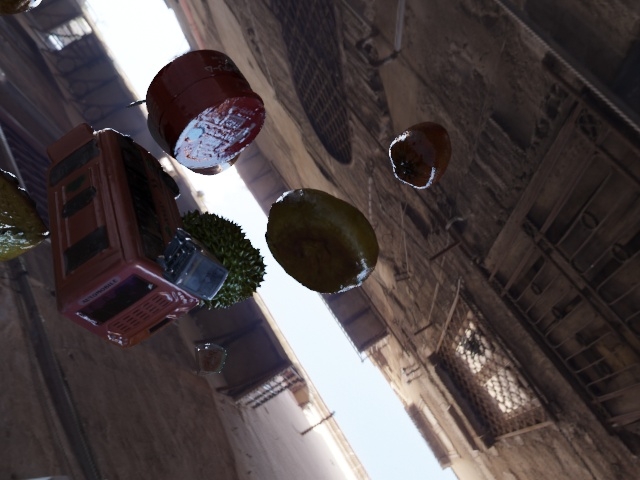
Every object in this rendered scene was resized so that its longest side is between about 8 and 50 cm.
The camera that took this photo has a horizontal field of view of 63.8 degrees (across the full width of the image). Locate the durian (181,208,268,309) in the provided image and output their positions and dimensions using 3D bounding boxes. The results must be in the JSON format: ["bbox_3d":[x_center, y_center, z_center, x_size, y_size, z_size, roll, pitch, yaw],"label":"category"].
[{"bbox_3d":[-0.245,0.038,1.134,0.236,0.176,0.200,35,-99,26],"label":"durian"}]

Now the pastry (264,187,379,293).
[{"bbox_3d":[0.000,0.000,1.459,0.355,0.356,0.164,22,-135,17],"label":"pastry"}]

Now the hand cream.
[{"bbox_3d":[-0.244,-0.276,1.093,0.230,0.230,0.149,-34,-107,-7],"label":"hand cream"}]

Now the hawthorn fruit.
[{"bbox_3d":[0.273,-0.235,1.315,0.162,0.163,0.203,31,-123,19],"label":"hawthorn fruit"}]

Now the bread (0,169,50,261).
[{"bbox_3d":[-0.447,-0.056,0.668,0.169,0.140,0.160,-10,-103,18],"label":"bread"}]

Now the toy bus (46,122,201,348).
[{"bbox_3d":[-0.398,-0.025,1.005,0.203,0.233,0.427,-33,-127,6],"label":"toy bus"}]

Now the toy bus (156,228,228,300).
[{"bbox_3d":[-0.192,0.033,0.759,0.064,0.075,0.190,-55,-154,-4],"label":"toy bus"}]

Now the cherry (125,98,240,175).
[{"bbox_3d":[-0.384,-0.367,1.611,0.291,0.335,0.326,-35,-95,-6],"label":"cherry"}]

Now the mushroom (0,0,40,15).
[{"bbox_3d":[-0.610,-0.560,0.975,0.283,0.195,0.263,-40,-101,31],"label":"mushroom"}]

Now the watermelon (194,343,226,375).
[{"bbox_3d":[-0.290,0.309,1.341,0.092,0.072,0.085,-26,-109,8],"label":"watermelon"}]
